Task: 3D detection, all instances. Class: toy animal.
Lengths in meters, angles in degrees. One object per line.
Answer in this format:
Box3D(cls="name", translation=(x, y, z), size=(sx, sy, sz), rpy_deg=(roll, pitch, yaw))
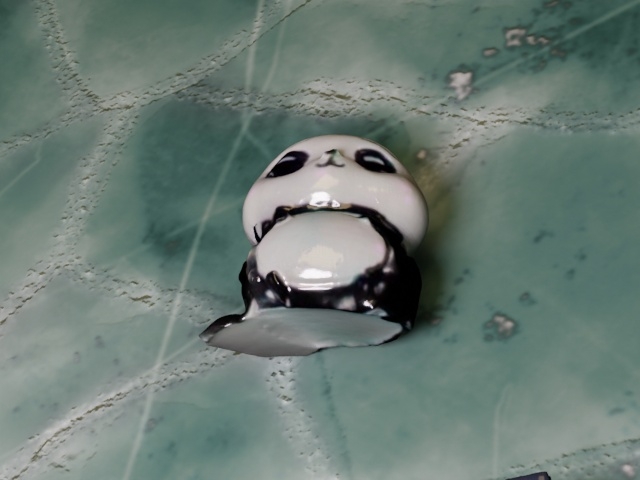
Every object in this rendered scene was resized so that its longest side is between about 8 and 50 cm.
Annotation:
Box3D(cls="toy animal", translation=(0.000, 0.000, 1.521), size=(0.166, 0.138, 0.179), rpy_deg=(5, 58, 7))

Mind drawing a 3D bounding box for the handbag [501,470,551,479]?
Box3D(cls="handbag", translation=(0.085, 0.315, 1.234), size=(0.269, 0.118, 0.325), rpy_deg=(-17, 48, 19))
